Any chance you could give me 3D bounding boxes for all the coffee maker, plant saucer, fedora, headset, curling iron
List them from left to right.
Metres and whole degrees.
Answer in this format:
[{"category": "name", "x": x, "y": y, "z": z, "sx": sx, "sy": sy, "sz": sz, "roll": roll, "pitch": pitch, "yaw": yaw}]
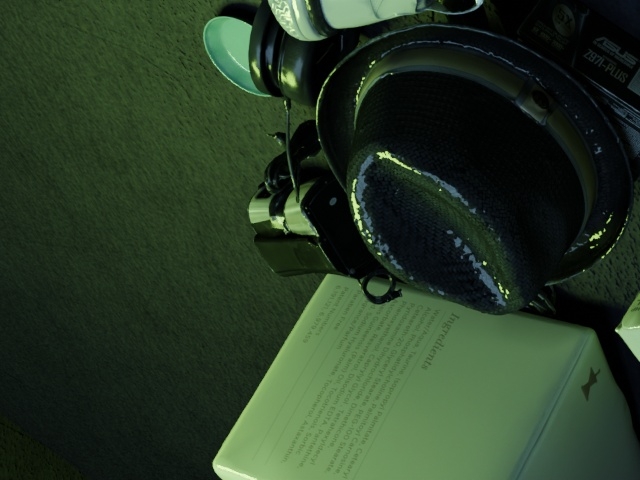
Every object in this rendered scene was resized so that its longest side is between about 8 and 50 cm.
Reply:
[{"category": "plant saucer", "x": -0.084, "y": -0.223, "z": 1.728, "sx": 0.119, "sy": 0.021, "sz": 0.119, "roll": 27, "pitch": 148, "yaw": 18}, {"category": "coffee maker", "x": 0.000, "y": 0.000, "z": 1.813, "sx": 0.178, "sy": 0.120, "sz": 0.171, "roll": -5, "pitch": 96, "yaw": 63}, {"category": "headset", "x": 0.038, "y": -0.185, "z": 1.587, "sx": 0.243, "sy": 0.185, "sz": 0.394, "roll": 40, "pitch": 134, "yaw": 3}, {"category": "fedora", "x": 0.131, "y": -0.041, "z": 1.409, "sx": 0.334, "sy": 0.152, "sz": 0.334, "roll": 14, "pitch": 135, "yaw": 14}, {"category": "curling iron", "x": 0.169, "y": 0.037, "z": 1.809, "sx": 0.274, "sy": 0.035, "sz": 0.068, "roll": 18, "pitch": 140, "yaw": 28}]

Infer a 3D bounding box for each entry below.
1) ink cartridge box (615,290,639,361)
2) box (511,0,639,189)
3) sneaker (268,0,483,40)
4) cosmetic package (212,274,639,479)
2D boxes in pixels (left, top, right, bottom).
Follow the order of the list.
[{"category": "ink cartridge box", "x": 0.495, "y": 0.148, "z": 1.530, "sx": 0.223, "sy": 0.129, "sz": 0.307, "roll": -12, "pitch": 124, "yaw": 52}, {"category": "box", "x": 0.257, "y": -0.138, "z": 1.437, "sx": 0.180, "sy": 0.077, "sz": 0.147, "roll": 34, "pitch": 149, "yaw": 5}, {"category": "sneaker", "x": 0.034, "y": -0.357, "z": 1.313, "sx": 0.210, "sy": 0.137, "sz": 0.366, "roll": 2, "pitch": 121, "yaw": 28}, {"category": "cosmetic package", "x": 0.149, "y": 0.283, "z": 1.850, "sx": 0.394, "sy": 0.327, "sz": 0.329, "roll": 12, "pitch": 148, "yaw": 35}]
